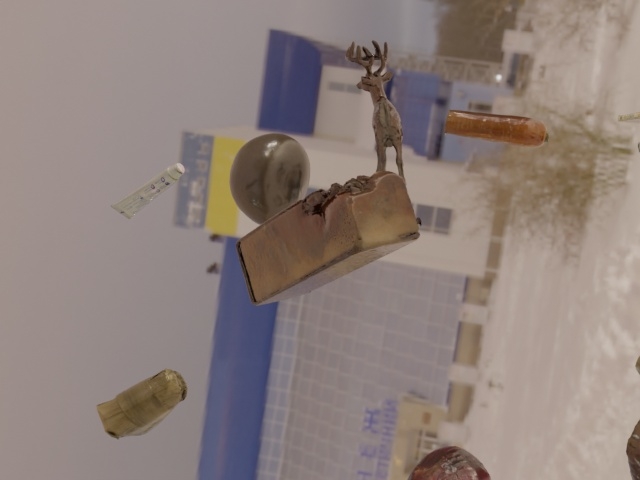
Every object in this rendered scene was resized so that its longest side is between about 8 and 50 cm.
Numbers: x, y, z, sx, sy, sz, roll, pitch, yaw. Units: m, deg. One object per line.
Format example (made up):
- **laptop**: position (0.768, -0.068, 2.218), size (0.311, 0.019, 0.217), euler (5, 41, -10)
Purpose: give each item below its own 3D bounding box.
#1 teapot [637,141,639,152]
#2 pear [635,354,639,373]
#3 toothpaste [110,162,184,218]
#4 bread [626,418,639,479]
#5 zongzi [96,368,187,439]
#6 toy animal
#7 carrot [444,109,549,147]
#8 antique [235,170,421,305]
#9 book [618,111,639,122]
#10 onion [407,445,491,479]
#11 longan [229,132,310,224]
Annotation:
- **teapot**: position (0.612, -0.104, 1.355), size (0.193, 0.295, 0.129), euler (-65, -38, -54)
- **pear**: position (0.665, 0.254, 1.781), size (0.141, 0.104, 0.141), euler (56, -175, -8)
- **toothpaste**: position (-0.359, -0.103, 1.996), size (0.052, 0.218, 0.033), euler (36, -138, -28)
- **bread**: position (0.523, 0.377, 1.295), size (0.113, 0.165, 0.416), euler (-50, -42, -24)
- **zongzi**: position (-0.289, 0.292, 1.688), size (0.078, 0.160, 0.176), euler (65, -173, 20)
- **toy animal**: position (0.123, -0.248, 1.823), size (0.243, 0.087, 0.259), euler (-123, 23, -69)
- **carrot**: position (0.386, -0.243, 2.075), size (0.067, 0.225, 0.067), euler (8, -90, -79)
- **antique**: position (0.000, 0.000, 1.171), size (0.310, 0.088, 0.093), euler (-29, 74, 59)
- **book**: position (0.749, -0.242, 1.858), size (0.295, 0.208, 0.020), euler (-173, 85, -76)
- **onion**: position (0.186, 0.408, 1.454), size (0.198, 0.135, 0.173), euler (11, -85, -48)
- **longan**: position (-0.121, -0.142, 2.240), size (0.196, 0.197, 0.220), euler (13, -95, -81)
